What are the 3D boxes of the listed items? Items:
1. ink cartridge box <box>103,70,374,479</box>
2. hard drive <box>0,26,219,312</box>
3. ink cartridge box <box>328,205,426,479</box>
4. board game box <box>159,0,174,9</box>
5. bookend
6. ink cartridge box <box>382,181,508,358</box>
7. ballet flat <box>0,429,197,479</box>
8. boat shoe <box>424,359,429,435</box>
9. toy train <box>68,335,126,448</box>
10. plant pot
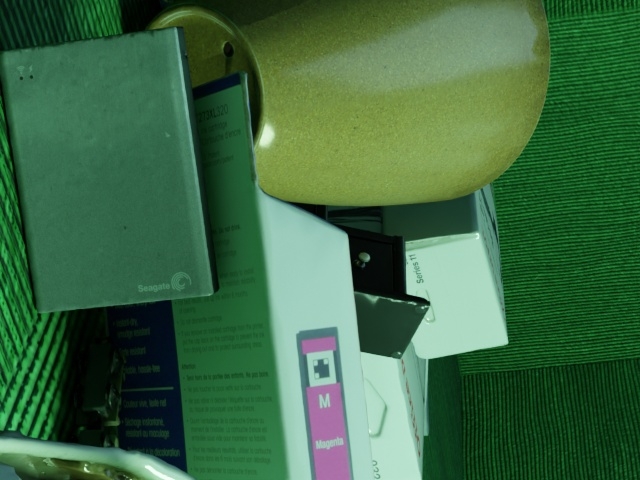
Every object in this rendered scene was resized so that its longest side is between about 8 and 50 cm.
[{"bbox_3d":[-0.049,0.106,0.771,0.069,0.175,0.371,-7,88,-37],"label":"ink cartridge box"},{"bbox_3d":[-0.106,-0.034,0.713,0.022,0.094,0.135,-39,122,-77],"label":"hard drive"},{"bbox_3d":[0.023,0.065,1.343,0.307,0.129,0.223,-82,162,-57],"label":"ink cartridge box"},{"bbox_3d":[-0.107,-0.253,1.052,0.211,0.039,0.160,72,15,-56],"label":"board game box"},{"bbox_3d":[0.000,0.000,1.125,0.072,0.157,0.156,114,-16,-46],"label":"bookend"},{"bbox_3d":[0.111,-0.020,1.282,0.208,0.087,0.153,-88,164,-44],"label":"ink cartridge box"},{"bbox_3d":[-0.116,0.107,0.439,0.400,0.139,0.139,31,53,-79],"label":"ballet flat"},{"bbox_3d":[0.088,0.100,1.830,0.113,0.105,0.306,-32,121,-85],"label":"boat shoe"},{"bbox_3d":[-0.119,0.120,0.740,0.036,0.027,0.158,78,10,-52],"label":"toy train"},{"bbox_3d":[-0.001,-0.120,1.000,0.254,0.237,0.237,-20,105,-51],"label":"plant pot"}]
